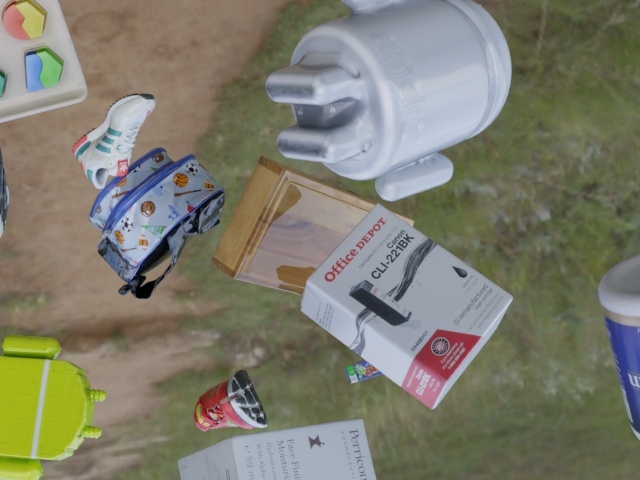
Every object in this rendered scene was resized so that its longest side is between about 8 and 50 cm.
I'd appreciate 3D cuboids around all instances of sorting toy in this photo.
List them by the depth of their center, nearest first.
[{"bbox_3d":[-0.461,-0.278,1.512,0.193,0.208,0.038,-15,-153,-3],"label":"sorting toy"}]

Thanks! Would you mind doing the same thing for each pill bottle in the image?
[{"bbox_3d":[0.424,0.153,1.200,0.153,0.265,0.153,-17,-163,5],"label":"pill bottle"}]

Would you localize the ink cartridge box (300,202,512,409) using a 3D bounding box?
[{"bbox_3d":[0.132,0.100,1.649,0.197,0.273,0.114,-47,163,-27],"label":"ink cartridge box"}]

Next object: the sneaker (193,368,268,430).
[{"bbox_3d":[-0.162,0.293,1.793,0.118,0.107,0.279,-26,175,-6],"label":"sneaker"}]

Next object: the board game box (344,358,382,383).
[{"bbox_3d":[0.151,0.216,1.968,0.136,0.035,0.201,-23,175,29],"label":"board game box"}]

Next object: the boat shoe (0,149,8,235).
[{"bbox_3d":[-0.650,-0.117,2.014,0.084,0.233,0.079,2,-159,3],"label":"boat shoe"}]

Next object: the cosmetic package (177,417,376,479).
[{"bbox_3d":[-0.045,0.305,1.215,0.183,0.151,0.151,-2,161,-34],"label":"cosmetic package"}]

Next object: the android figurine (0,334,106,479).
[{"bbox_3d":[-0.500,0.284,1.758,0.272,0.248,0.056,2,166,6],"label":"android figurine"}]

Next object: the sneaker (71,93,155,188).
[{"bbox_3d":[-0.260,-0.128,1.361,0.161,0.075,0.057,-34,165,34],"label":"sneaker"}]

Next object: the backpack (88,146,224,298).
[{"bbox_3d":[-0.309,-0.058,2.006,0.276,0.213,0.263,-48,-171,-28],"label":"backpack"}]

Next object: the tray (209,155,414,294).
[{"bbox_3d":[0.000,0.000,1.880,0.076,0.203,0.411,31,-172,38],"label":"tray"}]

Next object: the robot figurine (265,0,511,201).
[{"bbox_3d":[0.102,-0.200,1.317,0.353,0.300,0.199,-25,-153,-34],"label":"robot figurine"}]
